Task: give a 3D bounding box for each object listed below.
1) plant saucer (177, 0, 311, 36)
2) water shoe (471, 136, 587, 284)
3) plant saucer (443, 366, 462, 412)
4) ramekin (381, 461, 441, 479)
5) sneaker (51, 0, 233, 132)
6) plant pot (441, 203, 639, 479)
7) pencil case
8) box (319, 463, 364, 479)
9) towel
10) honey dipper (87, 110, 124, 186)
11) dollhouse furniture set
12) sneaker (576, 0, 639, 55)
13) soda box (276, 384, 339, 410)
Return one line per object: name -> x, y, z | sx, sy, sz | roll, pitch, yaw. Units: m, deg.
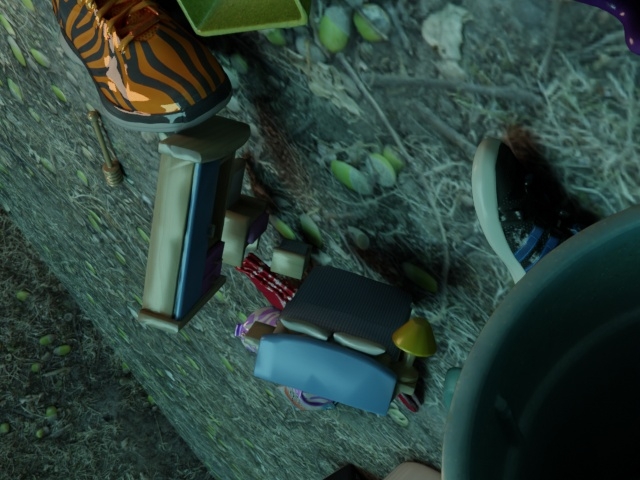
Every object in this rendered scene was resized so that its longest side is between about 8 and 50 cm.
plant saucer -> -0.090, -0.271, 0.670 | 0.188, 0.045, 0.188 | 14, 140, 52
water shoe -> 0.185, 0.000, 0.623 | 0.080, 0.073, 0.203 | -13, 120, 33
plant saucer -> 0.165, 0.184, 0.818 | 0.119, 0.021, 0.119 | 47, 160, 23
ramekin -> 0.183, 0.485, 1.268 | 0.277, 0.135, 0.277 | 38, 155, 21
sneaker -> -0.218, -0.240, 0.814 | 0.321, 0.124, 0.180 | 37, 155, 37
plant pot -> 0.269, 0.198, 0.482 | 0.341, 0.341, 0.334 | 30, 159, 34
pencil case -> -0.047, 0.169, 1.193 | 0.206, 0.088, 0.086 | 29, 108, 50
box -> 0.053, 0.665, 1.444 | 0.293, 0.212, 0.395 | 53, -168, -13
towel -> 0.014, 0.128, 1.070 | 0.275, 0.031, 0.199 | 37, 172, 24
honey dipper -> -0.364, -0.154, 1.333 | 0.030, 0.030, 0.161 | 35, 152, 27
dollhouse furniture set -> 0.000, 0.000, 0.864 | 0.303, 0.286, 0.198 | 17, 114, 9
sneaker -> 0.117, -0.181, 0.393 | 0.223, 0.098, 0.083 | 43, 156, 10
soda box -> -0.008, 0.236, 1.293 | 0.058, 0.063, 0.183 | 48, 156, -4
